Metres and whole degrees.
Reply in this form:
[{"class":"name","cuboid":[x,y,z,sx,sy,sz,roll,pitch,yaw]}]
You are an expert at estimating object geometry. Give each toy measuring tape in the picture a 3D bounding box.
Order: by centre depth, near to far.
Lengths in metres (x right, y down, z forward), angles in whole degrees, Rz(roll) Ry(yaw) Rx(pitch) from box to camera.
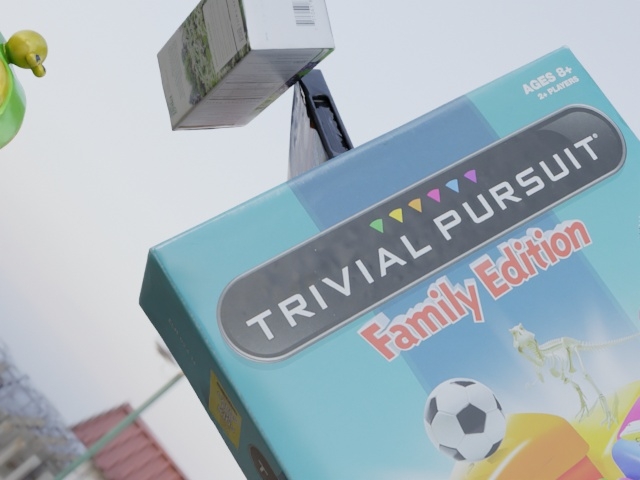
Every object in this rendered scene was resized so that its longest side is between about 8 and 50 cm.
[{"class":"toy measuring tape","cuboid":[-0.410,-0.105,1.068,0.121,0.330,0.121,52,-10,14]}]

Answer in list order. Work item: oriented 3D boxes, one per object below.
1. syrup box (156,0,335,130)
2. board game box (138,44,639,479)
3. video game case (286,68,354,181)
[{"class":"syrup box","cuboid":[-0.085,-0.196,1.109,0.237,0.096,0.093,-29,-109,61]},{"class":"board game box","cuboid":[0.108,0.099,0.506,0.336,0.254,0.079,57,-23,13]},{"class":"video game case","cuboid":[0.000,0.000,1.094,0.248,0.035,0.275,-108,-161,-55]}]
